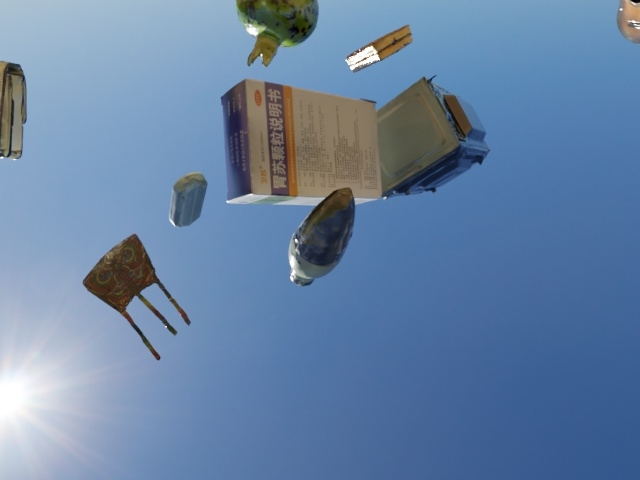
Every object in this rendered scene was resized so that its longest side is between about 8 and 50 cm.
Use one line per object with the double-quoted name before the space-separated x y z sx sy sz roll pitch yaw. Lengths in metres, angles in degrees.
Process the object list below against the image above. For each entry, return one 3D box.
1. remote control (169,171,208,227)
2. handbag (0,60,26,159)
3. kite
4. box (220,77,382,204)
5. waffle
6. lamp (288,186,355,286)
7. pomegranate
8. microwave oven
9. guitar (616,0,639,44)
"remote control" -0.402 -0.119 1.437 0.104 0.247 0.052 -27 -107 -32
"handbag" -0.921 -0.335 1.128 0.358 0.237 0.160 7 -170 -10
"kite" -0.370 0.115 0.965 0.152 0.015 0.285 -45 -118 -8
"box" -0.028 -0.172 0.903 0.299 0.200 0.106 -2 177 -35
"waffle" 0.129 -0.422 1.045 0.102 0.042 0.148 -34 -161 -15
"lamp" 0.000 0.000 0.836 0.101 0.250 0.101 12 -131 -14
"pomegranate" -0.115 -0.554 1.182 0.210 0.263 0.211 17 -175 -2
"microwave oven" 0.282 -0.253 1.286 0.286 0.219 0.355 -30 171 29
"guitar" 0.411 -0.359 0.615 0.025 0.233 0.088 -34 -147 7
